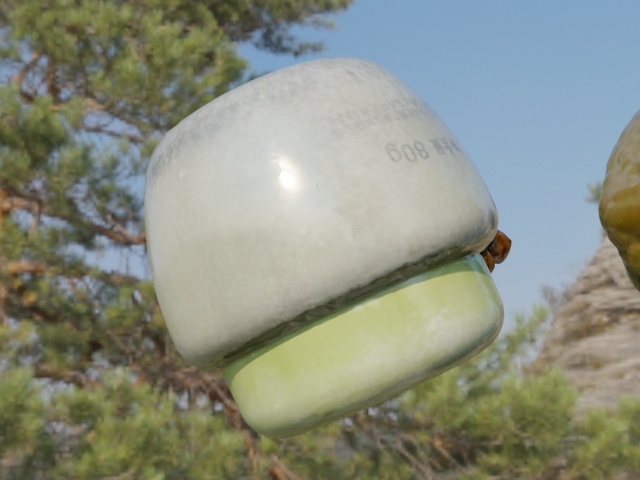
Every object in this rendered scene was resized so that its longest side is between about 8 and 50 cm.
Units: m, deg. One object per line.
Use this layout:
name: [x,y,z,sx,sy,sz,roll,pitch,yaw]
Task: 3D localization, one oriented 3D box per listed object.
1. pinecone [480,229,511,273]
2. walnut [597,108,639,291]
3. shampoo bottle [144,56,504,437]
pinecone: [0.107,-0.020,1.229,0.264,0.264,0.264,-3,-14,-1]
walnut: [0.382,-0.060,0.836,0.283,0.283,0.227,-19,-59,47]
shampoo bottle: [0.000,0.000,0.904,0.322,0.317,0.322,-23,-5,-2]
